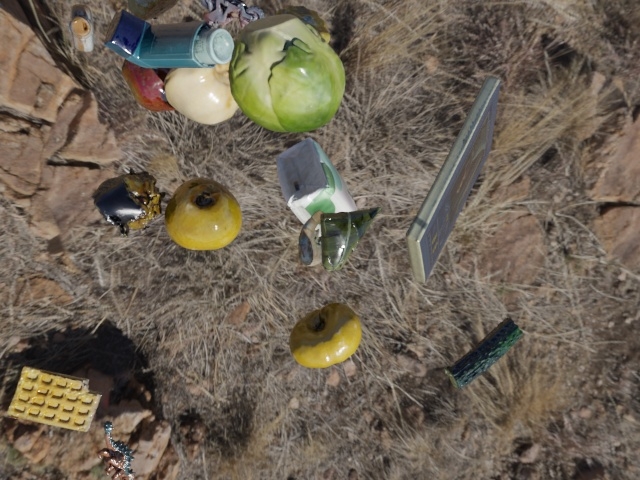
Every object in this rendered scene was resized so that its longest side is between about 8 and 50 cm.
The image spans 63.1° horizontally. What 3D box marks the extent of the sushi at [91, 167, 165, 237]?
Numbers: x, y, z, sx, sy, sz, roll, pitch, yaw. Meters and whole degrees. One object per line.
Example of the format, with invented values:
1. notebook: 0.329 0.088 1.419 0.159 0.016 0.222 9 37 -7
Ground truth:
1. sushi: -0.655 -0.138 1.814 0.204 0.213 0.200 -31 125 -5

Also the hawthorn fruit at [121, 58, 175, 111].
1. hawthorn fruit: -0.561 -0.556 1.754 0.208 0.248 0.208 -7 65 16

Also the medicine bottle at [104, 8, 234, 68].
1. medicine bottle: -0.288 -0.377 0.996 0.258 0.124 0.079 14 81 31

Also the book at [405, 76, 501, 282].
1. book: 0.202 -0.081 0.783 0.025 0.191 0.269 23 76 22

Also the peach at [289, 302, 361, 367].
1. peach: 0.013 0.218 1.211 0.179 0.179 0.103 -31 110 -9

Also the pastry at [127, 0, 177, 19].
1. pastry: -0.577 -0.850 1.823 0.182 0.192 0.093 -30 105 21

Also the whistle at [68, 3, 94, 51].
1. whistle: -0.561 -0.497 1.218 0.057 0.220 0.107 -4 112 -22

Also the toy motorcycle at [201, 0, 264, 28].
1. toy motorcycle: -0.283 -0.710 1.647 0.212 0.084 0.118 23 125 -1

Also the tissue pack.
1. tissue pack: -0.001 -0.169 1.947 0.193 0.266 0.356 -26 144 12

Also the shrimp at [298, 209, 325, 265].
1. shrimp: -0.002 -0.016 1.440 0.059 0.254 0.145 5 107 28

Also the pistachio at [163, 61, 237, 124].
1. pistachio: -0.340 -0.456 1.558 0.238 0.321 0.229 -9 89 -3

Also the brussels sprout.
1. brussels sprout: -0.043 -0.203 0.646 0.155 0.155 0.117 38 48 -12

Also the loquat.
1. loquat: -0.422 -0.083 1.862 0.274 0.275 0.275 -1 94 -12

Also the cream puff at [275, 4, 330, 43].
1. cream puff: -0.055 -0.464 1.211 0.146 0.116 0.146 13 50 -16

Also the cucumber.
1. cucumber: 0.330 0.228 1.050 0.187 0.058 0.058 -34 100 -20

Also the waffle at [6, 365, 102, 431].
1. waffle: -0.447 0.270 0.886 0.135 0.021 0.092 19 89 -21

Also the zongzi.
1. zongzi: 0.057 -0.001 0.928 0.119 0.055 0.109 -9 112 -19

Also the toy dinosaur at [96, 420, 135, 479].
1. toy dinosaur: -0.375 0.397 0.959 0.055 0.049 0.154 -25 119 -37
